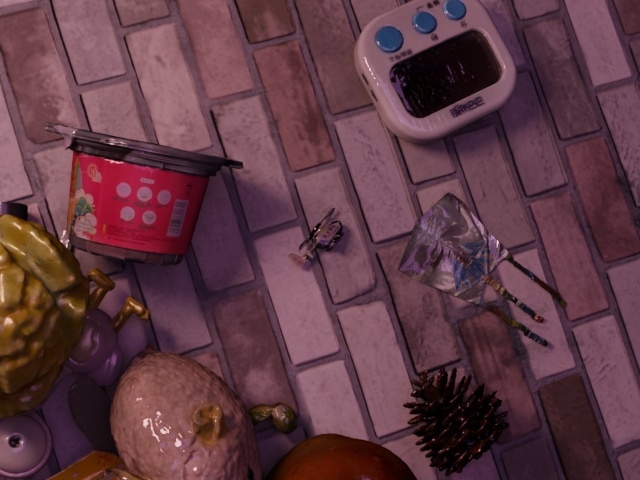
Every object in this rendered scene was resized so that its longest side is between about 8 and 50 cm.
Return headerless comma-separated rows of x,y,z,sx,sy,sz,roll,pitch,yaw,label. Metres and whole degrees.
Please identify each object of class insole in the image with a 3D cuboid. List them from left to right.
-0.333,0.286,1.568,0.063,0.010,0.192,-33,124,-29,insole

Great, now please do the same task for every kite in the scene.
0.295,0.051,1.801,0.310,0.015,0.169,31,75,-7,kite

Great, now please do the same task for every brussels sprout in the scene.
-0.079,0.284,1.662,0.083,0.046,0.051,9,73,-11,brussels sprout

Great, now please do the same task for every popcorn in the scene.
-0.466,0.092,1.438,0.282,0.247,0.282,-4,58,6,popcorn

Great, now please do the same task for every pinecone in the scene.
0.213,0.283,1.682,0.163,0.163,0.165,-37,78,-15,pinecone

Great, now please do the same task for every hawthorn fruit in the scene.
0.035,0.426,1.537,0.268,0.301,0.267,3,77,-12,hawthorn fruit

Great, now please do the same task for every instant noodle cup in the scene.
-0.283,-0.063,1.579,0.303,0.258,0.181,11,93,1,instant noodle cup

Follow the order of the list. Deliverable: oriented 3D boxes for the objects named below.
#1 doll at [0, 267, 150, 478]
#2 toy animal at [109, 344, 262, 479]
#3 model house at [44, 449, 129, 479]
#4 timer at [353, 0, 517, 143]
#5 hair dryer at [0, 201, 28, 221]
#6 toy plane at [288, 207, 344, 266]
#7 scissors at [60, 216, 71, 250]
-0.417,0.217,1.569,0.160,0.094,0.365,40,75,-2,doll
-0.203,0.281,1.517,0.188,0.226,0.358,-39,55,-1,toy animal
-0.304,0.425,1.516,0.219,0.136,0.207,-25,103,-19,model house
0.196,-0.301,1.793,0.262,0.087,0.237,-27,88,-15,timer
-0.562,0.002,1.586,0.219,0.071,0.124,2,81,-6,hair dryer
0.000,0.000,1.732,0.049,0.031,0.120,40,73,1,toy plane
-0.411,0.030,1.635,0.110,0.021,0.212,17,80,-14,scissors
